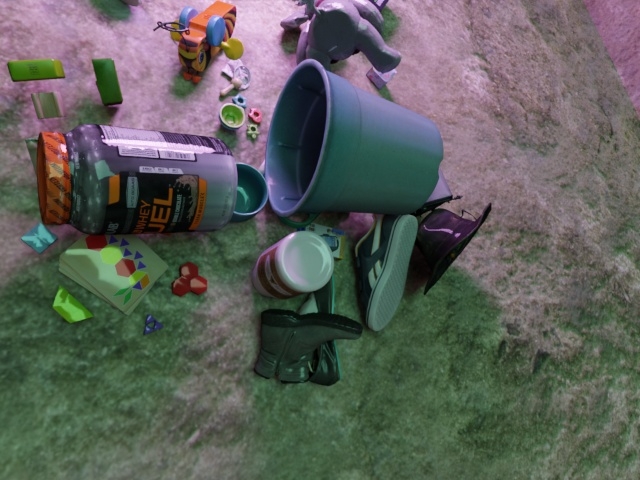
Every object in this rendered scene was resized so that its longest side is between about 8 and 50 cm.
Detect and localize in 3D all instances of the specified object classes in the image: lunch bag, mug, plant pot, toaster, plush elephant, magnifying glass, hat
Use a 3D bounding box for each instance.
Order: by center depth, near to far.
[{"bbox_3d":[0.081,-0.204,1.033,0.334,0.341,0.341,7,73,-28],"label":"plant pot"},{"bbox_3d":[-0.204,-0.123,1.063,0.129,0.097,0.158,0,75,-26],"label":"mug"},{"bbox_3d":[-0.013,-0.088,1.179,0.231,0.026,0.092,-15,59,-35],"label":"magnifying glass"},{"bbox_3d":[0.339,-0.009,1.219,0.134,0.331,0.331,40,59,16],"label":"hat"},{"bbox_3d":[0.034,-0.611,1.237,0.330,0.271,0.255,49,28,-34],"label":"plush elephant"},{"bbox_3d":[0.273,-0.126,1.262,0.185,0.168,0.110,-16,83,-28],"label":"toaster"},{"bbox_3d":[0.195,-0.533,1.382,0.071,0.083,0.053,46,61,-9],"label":"lunch bag"}]

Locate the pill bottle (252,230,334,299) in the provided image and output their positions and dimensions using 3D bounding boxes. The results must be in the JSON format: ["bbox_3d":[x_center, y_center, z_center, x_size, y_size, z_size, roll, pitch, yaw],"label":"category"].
[{"bbox_3d":[-0.076,0.067,0.999,0.131,0.229,0.131,7,73,-25],"label":"pill bottle"}]

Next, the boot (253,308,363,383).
[{"bbox_3d":[-0.028,0.250,1.006,0.246,0.083,0.161,4,94,9],"label":"boot"}]

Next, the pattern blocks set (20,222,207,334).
[{"bbox_3d":[-0.430,0.053,0.926,0.285,0.026,0.325,-42,105,-29],"label":"pattern blocks set"}]

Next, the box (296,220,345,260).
[{"bbox_3d":[0.000,0.000,1.172,0.136,0.028,0.081,14,70,-24],"label":"box"}]

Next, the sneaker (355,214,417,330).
[{"bbox_3d":[0.162,0.077,1.187,0.126,0.127,0.321,11,95,-51],"label":"sneaker"}]

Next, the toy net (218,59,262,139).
[{"bbox_3d":[-0.208,-0.390,1.164,0.122,0.045,0.232,8,73,-24],"label":"toy net"}]

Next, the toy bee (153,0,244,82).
[{"bbox_3d":[-0.314,-0.497,1.102,0.195,0.162,0.298,36,44,21],"label":"toy bee"}]

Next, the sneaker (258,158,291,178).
[{"bbox_3d":[-0.101,-0.215,1.160,0.084,0.058,0.152,29,69,-11],"label":"sneaker"}]

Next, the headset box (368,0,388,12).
[{"bbox_3d":[0.093,-0.835,1.387,0.283,0.131,0.246,38,62,-12],"label":"headset box"}]

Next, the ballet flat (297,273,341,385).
[{"bbox_3d":[-0.006,0.215,1.077,0.096,0.095,0.281,-2,76,-11],"label":"ballet flat"}]

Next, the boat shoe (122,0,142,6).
[{"bbox_3d":[-0.516,-0.680,1.069,0.227,0.079,0.081,41,67,-7],"label":"boat shoe"}]

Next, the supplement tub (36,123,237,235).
[{"bbox_3d":[-0.354,-0.115,0.863,0.338,0.207,0.207,-3,78,-37],"label":"supplement tub"}]

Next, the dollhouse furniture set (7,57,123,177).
[{"bbox_3d":[-0.521,-0.232,0.952,0.197,0.151,0.302,-14,112,-23],"label":"dollhouse furniture set"}]
